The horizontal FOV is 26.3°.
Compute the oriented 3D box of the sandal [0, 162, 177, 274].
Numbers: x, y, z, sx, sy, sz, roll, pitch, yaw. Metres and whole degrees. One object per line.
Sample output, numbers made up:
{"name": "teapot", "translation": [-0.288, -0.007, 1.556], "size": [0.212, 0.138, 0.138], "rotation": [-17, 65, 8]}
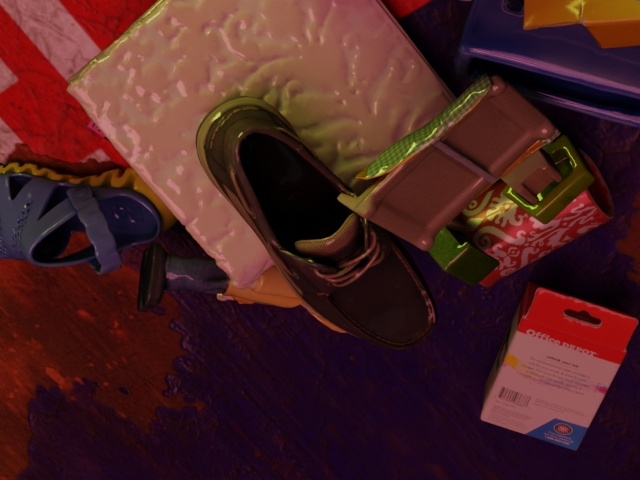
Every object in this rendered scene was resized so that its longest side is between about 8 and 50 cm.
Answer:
{"name": "sandal", "translation": [-0.345, -0.020, 1.739], "size": [0.317, 0.138, 0.126], "rotation": [-4, 125, 20]}

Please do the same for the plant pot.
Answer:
{"name": "plant pot", "translation": [0.269, -0.241, 1.334], "size": [0.236, 0.236, 0.212], "rotation": [16, 91, 5]}

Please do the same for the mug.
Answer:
{"name": "mug", "translation": [0.234, -0.043, 1.581], "size": [0.169, 0.113, 0.150], "rotation": [-27, 116, 26]}

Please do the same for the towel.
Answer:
{"name": "towel", "translation": [-0.061, -0.160, 1.521], "size": [0.332, 0.053, 0.317], "rotation": [-40, 108, 2]}

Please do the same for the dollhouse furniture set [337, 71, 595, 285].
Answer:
{"name": "dollhouse furniture set", "translation": [0.132, -0.098, 1.432], "size": [0.197, 0.151, 0.301], "rotation": [-43, 149, 13]}

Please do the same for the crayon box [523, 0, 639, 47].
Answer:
{"name": "crayon box", "translation": [0.334, -0.274, 1.147], "size": [0.318, 0.081, 0.202], "rotation": [0, 81, 25]}

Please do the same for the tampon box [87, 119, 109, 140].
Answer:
{"name": "tampon box", "translation": [-0.167, -0.152, 1.615], "size": [0.161, 0.101, 0.120], "rotation": [33, 127, -10]}

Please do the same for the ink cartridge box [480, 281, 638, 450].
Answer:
{"name": "ink cartridge box", "translation": [0.298, 0.142, 1.712], "size": [0.134, 0.078, 0.231], "rotation": [18, 127, 2]}

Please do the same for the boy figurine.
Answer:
{"name": "boy figurine", "translation": [-0.085, 0.060, 1.724], "size": [0.285, 0.092, 0.177], "rotation": [9, 169, -18]}

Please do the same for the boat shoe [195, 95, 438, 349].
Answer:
{"name": "boat shoe", "translation": [0.000, 0.000, 1.480], "size": [0.132, 0.130, 0.355], "rotation": [-45, 109, 3]}
